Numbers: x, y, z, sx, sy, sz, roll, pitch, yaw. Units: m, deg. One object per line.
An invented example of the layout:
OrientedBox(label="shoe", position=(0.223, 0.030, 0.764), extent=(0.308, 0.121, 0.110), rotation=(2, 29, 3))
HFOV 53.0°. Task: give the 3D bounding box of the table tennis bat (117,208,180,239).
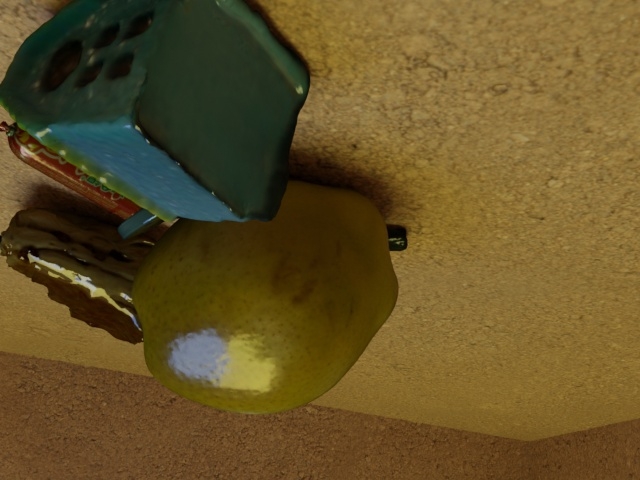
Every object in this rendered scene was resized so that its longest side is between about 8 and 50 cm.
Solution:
OrientedBox(label="table tennis bat", position=(-0.221, -0.063, 1.014), extent=(0.044, 0.215, 0.329), rotation=(59, 163, -7))

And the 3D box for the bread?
OrientedBox(label="bread", position=(-0.462, 0.058, 1.324), extent=(0.370, 0.191, 0.314), rotation=(31, 155, -17))

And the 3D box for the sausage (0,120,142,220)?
OrientedBox(label="sausage", position=(-0.394, -0.116, 1.036), extent=(0.083, 0.083, 0.264), rotation=(-11, 149, 37))

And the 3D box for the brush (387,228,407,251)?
OrientedBox(label="brush", position=(0.000, 0.001, 1.193), extent=(0.324, 0.051, 0.070), rotation=(2, 157, 14))

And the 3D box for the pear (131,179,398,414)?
OrientedBox(label="pear", position=(-0.082, 0.084, 1.015), extent=(0.419, 0.362, 0.362), rotation=(-21, 159, -12))

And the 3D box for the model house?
OrientedBox(label="model house", position=(-0.202, -0.145, 0.754), extent=(0.303, 0.215, 0.237), rotation=(-2, 155, 30))
